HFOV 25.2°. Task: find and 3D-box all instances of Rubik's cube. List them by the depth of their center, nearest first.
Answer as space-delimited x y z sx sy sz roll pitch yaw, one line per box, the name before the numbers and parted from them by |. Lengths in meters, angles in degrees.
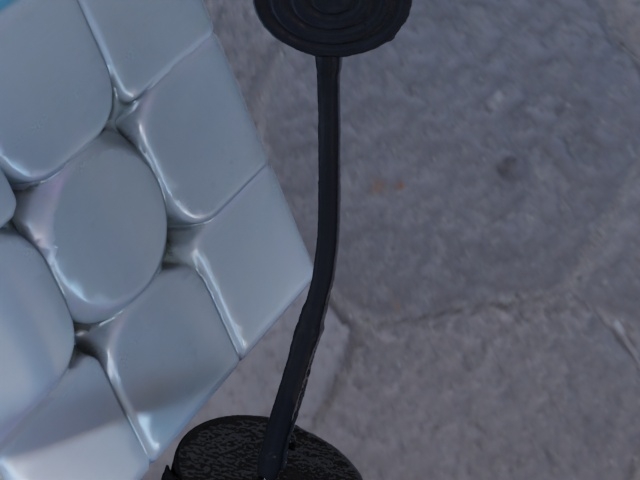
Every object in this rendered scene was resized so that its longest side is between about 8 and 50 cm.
Rubik's cube | -0.229 -0.013 0.888 0.291 0.290 0.291 5 129 37

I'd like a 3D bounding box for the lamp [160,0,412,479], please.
lamp | -0.003 0.029 0.669 0.130 0.109 0.371 12 136 -7
